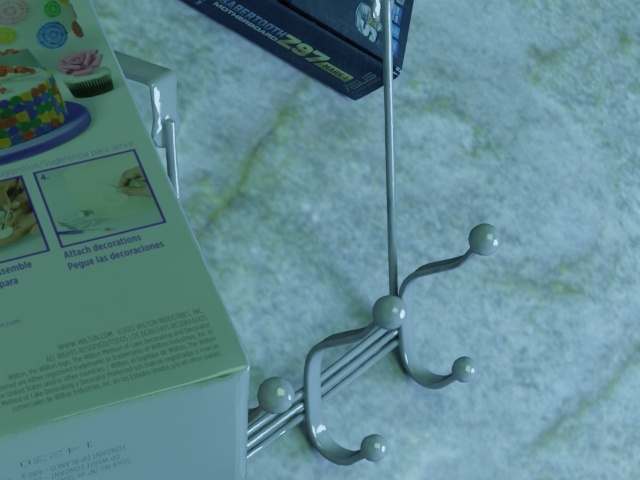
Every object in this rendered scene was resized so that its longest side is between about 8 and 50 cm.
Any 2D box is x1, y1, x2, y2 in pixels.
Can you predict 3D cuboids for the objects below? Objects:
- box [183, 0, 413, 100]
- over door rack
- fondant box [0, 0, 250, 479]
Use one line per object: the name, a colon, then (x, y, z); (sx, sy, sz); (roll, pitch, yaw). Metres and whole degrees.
box: (-0.010, -0.242, 1.376); (0.183, 0.059, 0.232); (28, 56, -27)
over door rack: (0.000, 0.000, 1.185); (0.239, 0.108, 0.324); (-34, 121, -43)
fondant box: (-0.198, -0.001, 0.942); (0.238, 0.096, 0.330); (-15, 52, -15)
